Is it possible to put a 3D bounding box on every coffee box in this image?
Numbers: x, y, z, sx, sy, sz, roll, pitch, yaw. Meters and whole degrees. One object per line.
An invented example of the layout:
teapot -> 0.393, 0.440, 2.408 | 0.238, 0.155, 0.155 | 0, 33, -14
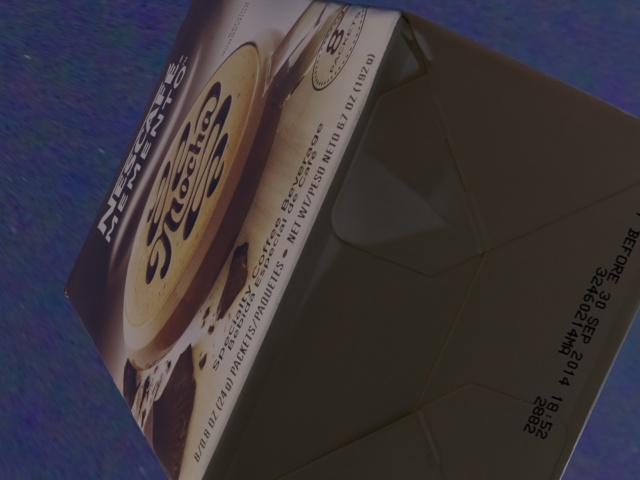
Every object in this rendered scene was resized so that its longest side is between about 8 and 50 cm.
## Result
coffee box -> 0.000, 0.000, 0.619 | 0.119, 0.297, 0.168 | 22, -87, -19
